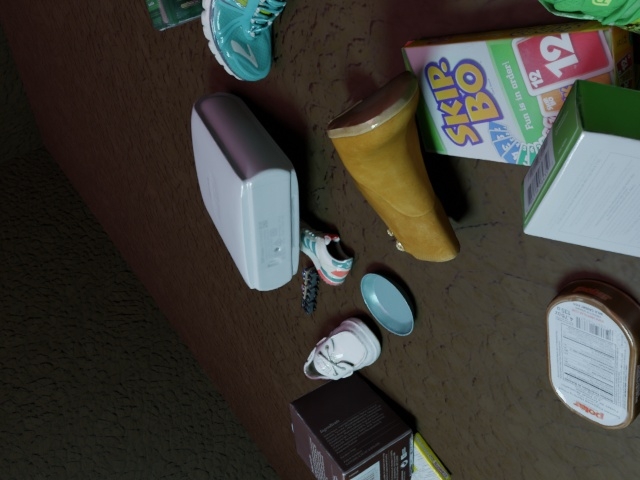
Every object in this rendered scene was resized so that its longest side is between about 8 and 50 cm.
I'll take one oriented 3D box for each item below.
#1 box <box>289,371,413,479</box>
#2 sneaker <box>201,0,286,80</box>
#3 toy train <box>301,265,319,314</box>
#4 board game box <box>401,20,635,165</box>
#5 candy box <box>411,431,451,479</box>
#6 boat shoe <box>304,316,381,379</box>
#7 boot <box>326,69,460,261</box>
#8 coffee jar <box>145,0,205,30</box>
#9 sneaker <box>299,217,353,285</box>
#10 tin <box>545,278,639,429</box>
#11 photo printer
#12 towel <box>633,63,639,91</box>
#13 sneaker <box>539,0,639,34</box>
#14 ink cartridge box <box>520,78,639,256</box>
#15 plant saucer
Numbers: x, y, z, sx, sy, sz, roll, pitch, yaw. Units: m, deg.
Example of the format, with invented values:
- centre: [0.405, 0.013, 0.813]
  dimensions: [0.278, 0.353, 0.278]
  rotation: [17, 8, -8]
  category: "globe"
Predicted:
- centre: [0.062, 0.414, 1.128]
  dimensions: [0.203, 0.166, 0.169]
  rotation: [40, 145, 46]
  category: "box"
- centre: [-0.091, -0.327, 0.725]
  dimensions: [0.110, 0.107, 0.275]
  rotation: [34, 146, 23]
  category: "sneaker"
- centre: [-0.023, 0.101, 1.137]
  dimensions: [0.036, 0.027, 0.158]
  rotation: [55, 155, 30]
  category: "toy train"
- centre: [0.172, -0.139, 0.538]
  dimensions: [0.259, 0.039, 0.124]
  rotation: [26, 140, 56]
  category: "board game box"
- centre: [0.193, 0.471, 1.158]
  dimensions: [0.105, 0.027, 0.206]
  rotation: [50, 152, 14]
  category: "candy box"
- centre: [0.034, 0.236, 1.102]
  dimensions: [0.098, 0.096, 0.277]
  rotation: [53, 152, 11]
  category: "boat shoe"
- centre: [0.100, -0.065, 0.614]
  dimensions: [0.211, 0.104, 0.295]
  rotation: [55, -179, -10]
  category: "boot"
- centre: [-0.253, -0.441, 0.874]
  dimensions: [0.079, 0.096, 0.185]
  rotation: [13, 130, 50]
  category: "coffee jar"
- centre: [0.000, 0.000, 0.974]
  dimensions: [0.161, 0.057, 0.075]
  rotation: [50, 134, 20]
  category: "sneaker"
- centre: [0.304, 0.130, 0.611]
  dimensions: [0.106, 0.040, 0.190]
  rotation: [28, 141, 51]
  category: "tin"
- centre: [-0.143, -0.100, 0.974]
  dimensions: [0.308, 0.107, 0.256]
  rotation: [55, 153, 41]
  category: "photo printer"
- centre: [0.242, -0.121, 0.479]
  dimensions: [0.060, 0.009, 0.083]
  rotation: [35, 145, 36]
  category: "towel"
- centre: [0.216, -0.168, 0.347]
  dimensions: [0.295, 0.123, 0.110]
  rotation: [37, 146, 34]
  category: "sneaker"
- centre: [0.272, -0.039, 0.410]
  dimensions: [0.209, 0.062, 0.109]
  rotation: [13, 142, 4]
  category: "ink cartridge box"
- centre: [0.115, 0.101, 0.908]
  dimensions: [0.119, 0.021, 0.119]
  rotation: [39, 148, 31]
  category: "plant saucer"
